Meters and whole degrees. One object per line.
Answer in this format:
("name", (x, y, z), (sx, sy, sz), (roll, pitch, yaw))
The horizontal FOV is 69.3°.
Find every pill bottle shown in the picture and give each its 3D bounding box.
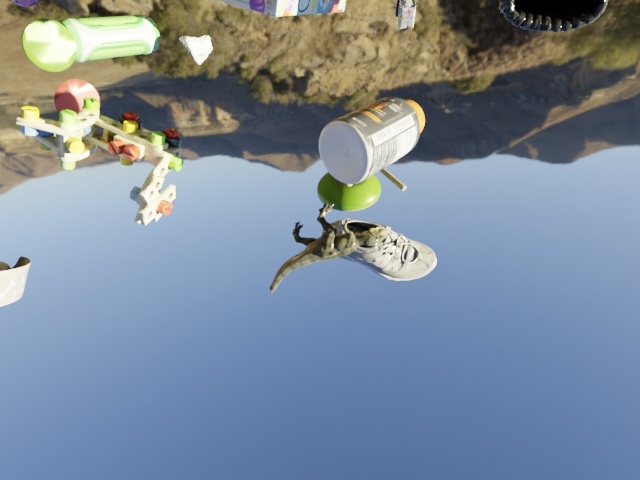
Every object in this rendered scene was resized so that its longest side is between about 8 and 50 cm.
("pill bottle", (0.119, -0.218, 0.958), (0.130, 0.130, 0.245), (8, -148, 42))

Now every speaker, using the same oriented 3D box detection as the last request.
("speaker", (-0.668, -0.645, 1.470), (0.131, 0.131, 0.296), (6, -153, 39))

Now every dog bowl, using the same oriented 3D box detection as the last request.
("dog bowl", (-0.949, 0.106, 1.194), (0.348, 0.102, 0.349), (3, -173, 0))

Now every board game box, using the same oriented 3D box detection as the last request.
("board game box", (-0.060, -0.539, 0.919), (0.144, 0.142, 0.275), (25, -145, 19))

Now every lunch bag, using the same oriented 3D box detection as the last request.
("lunch bag", (0.242, -0.660, 1.320), (0.053, 0.083, 0.071), (-1, 153, 3))

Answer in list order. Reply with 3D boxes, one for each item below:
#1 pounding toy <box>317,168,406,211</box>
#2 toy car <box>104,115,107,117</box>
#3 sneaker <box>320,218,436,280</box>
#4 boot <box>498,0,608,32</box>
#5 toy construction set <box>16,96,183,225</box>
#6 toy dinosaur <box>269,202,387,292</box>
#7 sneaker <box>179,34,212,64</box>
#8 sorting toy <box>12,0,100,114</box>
("pounding toy", (0.102, -0.189, 1.303), (0.236, 0.110, 0.183), (-23, -133, -18))
("toy car", (-0.626, -0.298, 1.280), (0.040, 0.122, 0.060), (20, 172, 29))
("sneaker", (0.144, 0.021, 1.054), (0.281, 0.105, 0.115), (13, 161, -14))
("boot", (0.483, -0.490, 0.827), (0.347, 0.131, 0.260), (-11, -143, 16))
("toy construction set", (-0.418, -0.181, 0.960), (0.327, 0.151, 0.215), (37, -151, 0))
("toy dinosaur", (0.000, 0.000, 0.952), (0.268, 0.118, 0.064), (-23, 158, 0))
("sneaker", (-0.422, -0.680, 1.604), (0.094, 0.080, 0.212), (-36, -168, 2))
("sorting toy", (-0.731, -0.498, 1.240), (0.126, 0.366, 0.127), (22, -132, 38))
